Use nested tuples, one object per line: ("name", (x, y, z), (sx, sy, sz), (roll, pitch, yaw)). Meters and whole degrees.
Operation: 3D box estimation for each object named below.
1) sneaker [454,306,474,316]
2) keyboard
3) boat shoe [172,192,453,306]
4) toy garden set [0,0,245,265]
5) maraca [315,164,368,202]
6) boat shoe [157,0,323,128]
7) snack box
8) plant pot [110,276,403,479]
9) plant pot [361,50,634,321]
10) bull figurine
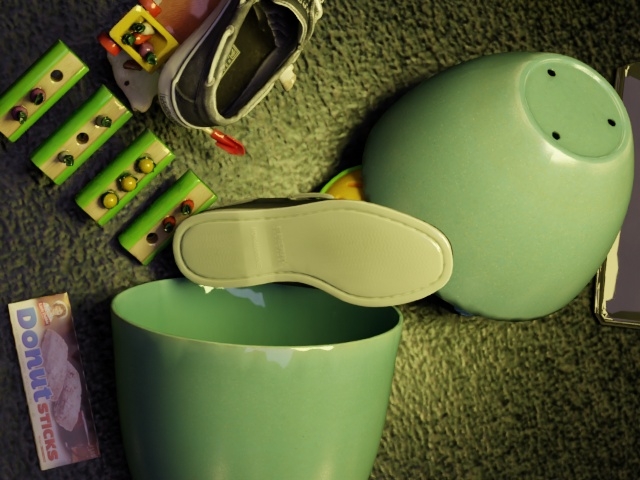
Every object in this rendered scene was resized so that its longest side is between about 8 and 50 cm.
("sneaker", (0.220, 0.023, 1.846), (0.188, 0.067, 0.078), (-35, 83, -16))
("keyboard", (0.427, -0.049, 1.918), (0.202, 0.033, 0.317), (7, 86, -9))
("boat shoe", (0.000, 0.000, 1.682), (0.303, 0.091, 0.114), (7, 107, 20))
("toy garden set", (-0.185, -0.113, 1.673), (0.204, 0.049, 0.244), (-43, 119, 3))
("maraca", (0.062, -0.030, 1.782), (0.127, 0.099, 0.185), (43, 66, -9))
("boat shoe", (-0.045, -0.235, 1.646), (0.301, 0.102, 0.108), (-53, 125, -21))
("snack box", (-0.281, 0.148, 1.715), (0.064, 0.022, 0.178), (-12, 91, -14))
("plant pot", (-0.069, 0.181, 1.646), (0.293, 0.293, 0.235), (0, 101, -16))
("plant pot", (0.215, -0.087, 1.715), (0.290, 0.195, 0.290), (14, 55, -21))
("bull figurine", (-0.100, -0.266, 1.746), (0.188, 0.101, 0.310), (23, 87, -20))
